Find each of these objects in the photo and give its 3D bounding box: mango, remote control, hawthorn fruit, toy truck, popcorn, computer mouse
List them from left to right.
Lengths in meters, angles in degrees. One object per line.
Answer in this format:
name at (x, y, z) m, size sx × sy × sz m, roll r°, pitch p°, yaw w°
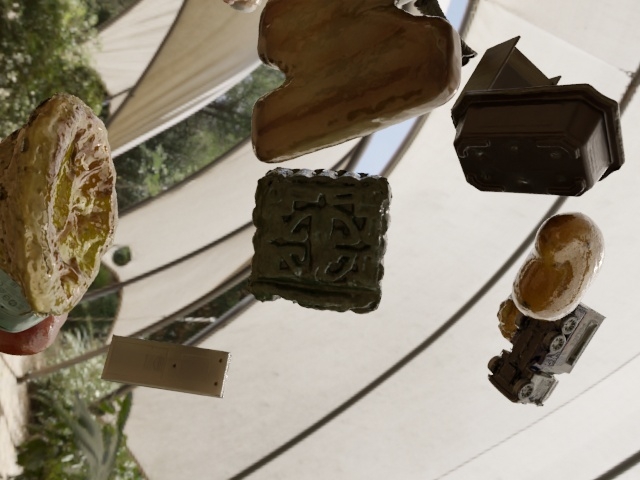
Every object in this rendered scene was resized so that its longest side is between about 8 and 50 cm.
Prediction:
hawthorn fruit at (-0.684, 0.141, 1.318) m, size 0.196 × 0.197 × 0.225 m, roll -118°, pitch -161°, yaw -44°
computer mouse at (-0.603, 0.087, 1.219) m, size 0.097 × 0.159 × 0.288 m, roll -43°, pitch -172°, yaw 33°
remote control at (-0.349, 0.289, 1.338) m, size 0.055 × 0.277 × 0.102 m, roll 90°, pitch 9°, yaw -68°
popcorn at (0.617, 0.206, 1.663) m, size 0.190 × 0.250 × 0.250 m, roll 41°, pitch -34°, yaw 16°
toy truck at (0.519, 0.250, 1.349) m, size 0.268 × 0.155 × 0.124 m, roll -63°, pitch -150°, yaw 11°
mango at (0.390, 0.048, 0.951) m, size 0.109 × 0.157 × 0.262 m, roll 48°, pitch -12°, yaw 28°

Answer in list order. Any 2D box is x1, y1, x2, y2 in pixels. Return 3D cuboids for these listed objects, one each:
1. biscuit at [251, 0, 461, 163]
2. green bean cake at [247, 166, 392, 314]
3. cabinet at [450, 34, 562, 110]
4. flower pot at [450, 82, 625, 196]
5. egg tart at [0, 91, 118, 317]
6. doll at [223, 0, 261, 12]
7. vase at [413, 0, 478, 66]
biscuit at (0.030, -0.223, 0.674) m, size 0.291 × 0.062 × 0.236 m, roll -14°, pitch -111°, yaw 41°
green bean cake at (0.000, 0.000, 1.036) m, size 0.132 × 0.241 × 0.255 m, roll -79°, pitch 175°, yaw -79°
cabinet at (0.494, -0.394, 1.572) m, size 0.215 × 0.175 × 0.148 m, roll -59°, pitch -161°, yaw -8°
flower pot at (0.312, -0.135, 0.885) m, size 0.251 × 0.084 × 0.179 m, roll 7°, pitch -37°, yaw 39°
egg tart at (-0.411, -0.053, 0.877) m, size 0.341 × 0.132 × 0.341 m, roll -174°, pitch -90°, yaw -88°
doll at (-0.187, -0.560, 1.255) m, size 0.278 × 0.154 × 0.119 m, roll -94°, pitch -153°, yaw -68°
vase at (0.375, -0.642, 1.791) m, size 0.237 × 0.115 × 0.115 m, roll 62°, pitch -21°, yaw 4°
